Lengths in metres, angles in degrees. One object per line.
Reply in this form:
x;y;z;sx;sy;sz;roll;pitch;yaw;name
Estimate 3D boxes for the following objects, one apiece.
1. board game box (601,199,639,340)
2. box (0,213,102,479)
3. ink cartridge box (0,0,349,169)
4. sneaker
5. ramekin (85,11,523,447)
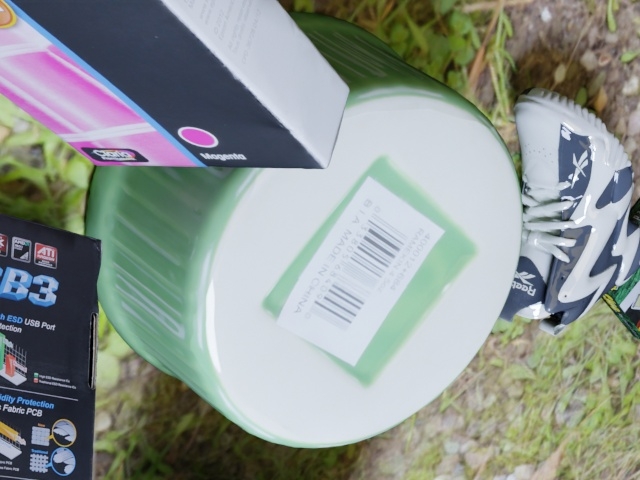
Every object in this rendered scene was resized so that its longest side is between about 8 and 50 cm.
0.378;-0.029;1.114;0.260;0.030;0.136;-50;126;-4;board game box
-0.268;0.108;0.618;0.295;0.073;0.293;17;58;-39;box
-0.142;-0.142;0.537;0.371;0.176;0.069;45;55;-53;ink cartridge box
0.193;-0.007;0.958;0.153;0.094;0.235;-49;139;-16;sneaker
0.000;0.000;0.800;0.303;0.148;0.303;-14;118;-28;ramekin
